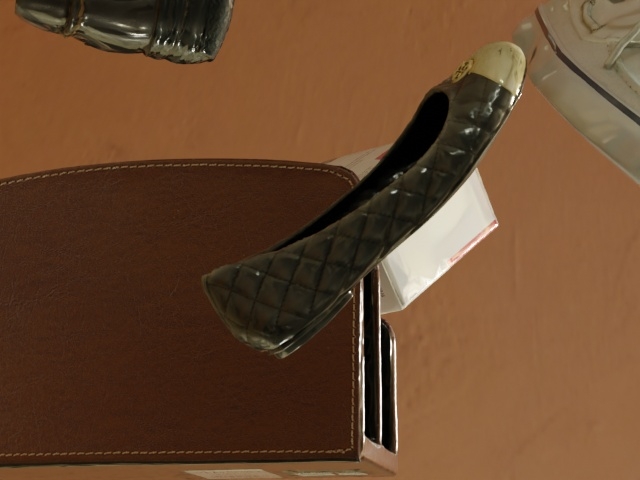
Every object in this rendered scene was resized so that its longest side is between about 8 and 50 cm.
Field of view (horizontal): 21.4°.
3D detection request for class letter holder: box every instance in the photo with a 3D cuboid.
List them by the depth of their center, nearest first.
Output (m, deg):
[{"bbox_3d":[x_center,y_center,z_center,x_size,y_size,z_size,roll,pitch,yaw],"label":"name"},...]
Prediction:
[{"bbox_3d":[-0.105,0.061,1.219,0.302,0.152,0.214,-3,-103,11],"label":"letter holder"}]

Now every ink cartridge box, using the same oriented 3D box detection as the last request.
[{"bbox_3d":[0.000,0.000,1.420,0.237,0.172,0.100,-13,-75,39],"label":"ink cartridge box"}]

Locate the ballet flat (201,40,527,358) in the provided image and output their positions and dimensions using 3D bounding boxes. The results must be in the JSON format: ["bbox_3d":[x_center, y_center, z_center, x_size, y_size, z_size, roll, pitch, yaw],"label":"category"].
[{"bbox_3d":[0.023,-0.023,0.709,0.049,0.057,0.173,45,-98,-10],"label":"ballet flat"}]

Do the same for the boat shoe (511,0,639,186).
[{"bbox_3d":[0.252,-0.145,1.279,0.136,0.367,0.156,39,-75,-13],"label":"boat shoe"}]

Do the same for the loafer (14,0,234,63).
[{"bbox_3d":[-0.080,-0.109,0.520,0.061,0.170,0.062,-1,-62,-24],"label":"loafer"}]
